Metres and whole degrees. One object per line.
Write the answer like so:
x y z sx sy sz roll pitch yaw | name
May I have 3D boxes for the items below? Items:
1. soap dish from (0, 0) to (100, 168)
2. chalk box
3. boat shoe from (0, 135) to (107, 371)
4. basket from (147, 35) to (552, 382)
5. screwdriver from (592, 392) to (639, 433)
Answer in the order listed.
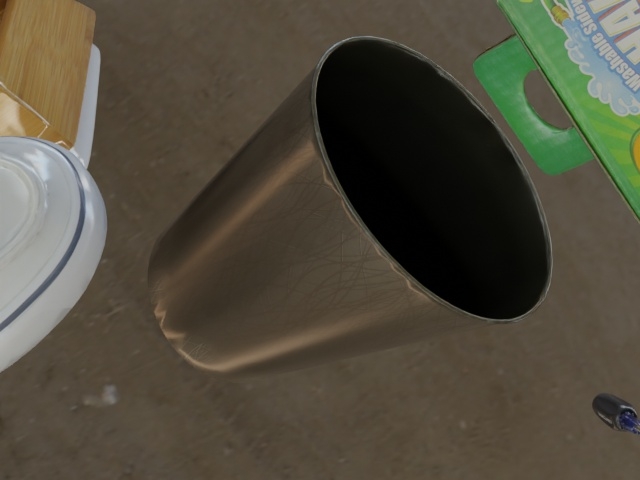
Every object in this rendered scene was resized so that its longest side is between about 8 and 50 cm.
-0.314 -0.106 1.360 0.118 0.229 0.291 50 16 -26 | soap dish
0.221 -0.132 0.855 0.180 0.289 0.179 53 27 -10 | chalk box
-0.198 0.025 0.504 0.258 0.084 0.095 -25 68 -7 | boat shoe
0.000 0.000 0.980 0.204 0.227 0.154 47 46 -15 | basket
0.237 0.144 1.108 0.024 0.170 0.025 10 101 -12 | screwdriver
